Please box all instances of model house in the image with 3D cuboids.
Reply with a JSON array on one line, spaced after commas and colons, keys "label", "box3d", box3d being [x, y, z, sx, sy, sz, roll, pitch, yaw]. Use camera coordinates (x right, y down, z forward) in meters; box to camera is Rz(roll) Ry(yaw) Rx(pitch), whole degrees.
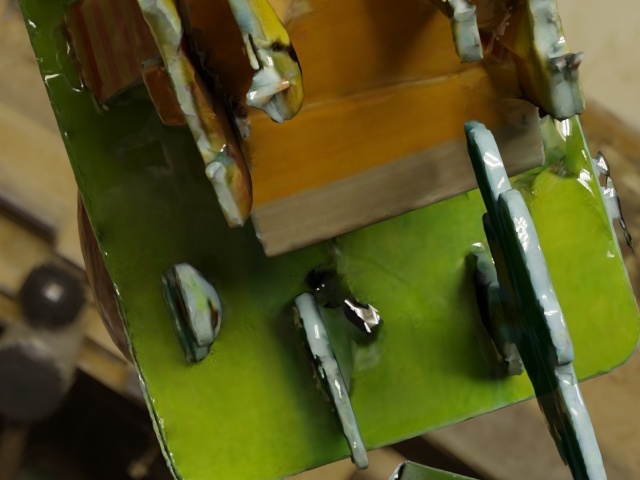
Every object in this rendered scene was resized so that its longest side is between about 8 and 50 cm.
[{"label": "model house", "box3d": [-0.007, -0.055, 0.768, 0.313, 0.242, 0.358, -19, 93, -87]}]

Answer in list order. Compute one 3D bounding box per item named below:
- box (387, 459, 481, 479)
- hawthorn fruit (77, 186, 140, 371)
[{"label": "box", "box3d": [0.096, 0.250, 1.127, 0.148, 0.178, 0.195, 11, -22, 20]}, {"label": "hawthorn fruit", "box3d": [-0.001, -0.007, 1.083, 0.263, 0.231, 0.235, 17, 47, -39]}]
